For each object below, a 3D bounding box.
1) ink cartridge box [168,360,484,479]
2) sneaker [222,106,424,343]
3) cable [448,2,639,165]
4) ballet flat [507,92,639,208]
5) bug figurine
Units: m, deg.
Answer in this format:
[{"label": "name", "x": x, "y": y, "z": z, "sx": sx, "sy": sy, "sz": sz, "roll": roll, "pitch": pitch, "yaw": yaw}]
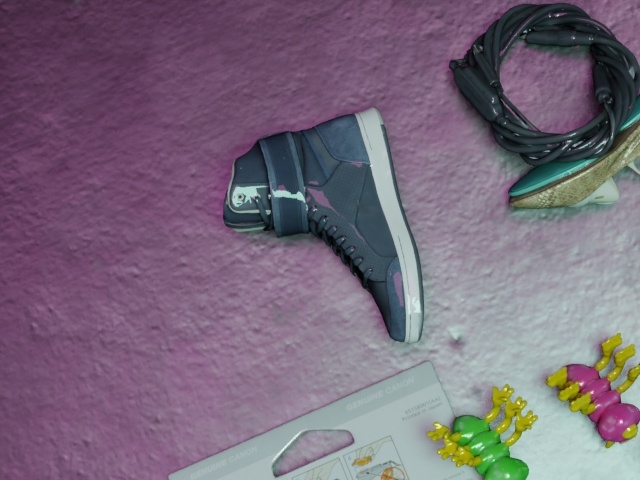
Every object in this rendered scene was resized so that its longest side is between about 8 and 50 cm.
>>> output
[{"label": "ink cartridge box", "x": 0.025, "y": 0.269, "z": 1.336, "sx": 0.275, "sy": 0.060, "sz": 0.239, "roll": -24, "pitch": 58, "yaw": 1}, {"label": "sneaker", "x": 0.000, "y": 0.000, "z": 1.355, "sx": 0.163, "sy": 0.086, "sz": 0.226, "roll": -12, "pitch": 71, "yaw": -7}, {"label": "cable", "x": 0.216, "y": -0.142, "z": 1.365, "sx": 0.151, "sy": 0.047, "sz": 0.184, "roll": -29, "pitch": 53, "yaw": -12}, {"label": "ballet flat", "x": 0.269, "y": -0.073, "z": 1.361, "sx": 0.206, "sy": 0.073, "sz": 0.067, "roll": -34, "pitch": 108, "yaw": 3}, {"label": "bug figurine", "x": 0.228, "y": 0.201, "z": 1.275, "sx": 0.279, "sy": 0.072, "sz": 0.216, "roll": -25, "pitch": 55, "yaw": -16}]
